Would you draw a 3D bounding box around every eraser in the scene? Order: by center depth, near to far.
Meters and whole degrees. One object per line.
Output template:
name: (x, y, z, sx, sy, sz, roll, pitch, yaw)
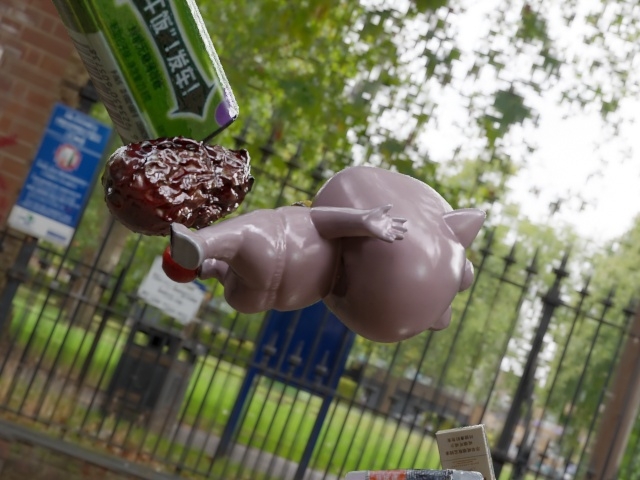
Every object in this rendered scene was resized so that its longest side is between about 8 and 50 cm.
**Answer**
eraser: (0.060, 0.164, 0.720, 0.099, 0.027, 0.019, -9, -24, 35)

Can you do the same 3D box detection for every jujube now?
jujube: (-0.143, -0.051, 1.095, 0.165, 0.104, 0.104, 3, 6, -42)

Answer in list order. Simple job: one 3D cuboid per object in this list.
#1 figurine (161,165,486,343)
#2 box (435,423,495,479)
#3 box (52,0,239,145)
figurine: (0.000, 0.000, 1.000, 0.287, 0.186, 0.176, -2, -48, -10)
box: (0.157, 0.242, 1.172, 0.053, 0.083, 0.024, -10, -3, 15)
box: (-0.198, -0.242, 1.101, 0.097, 0.134, 0.346, 30, -29, 45)
